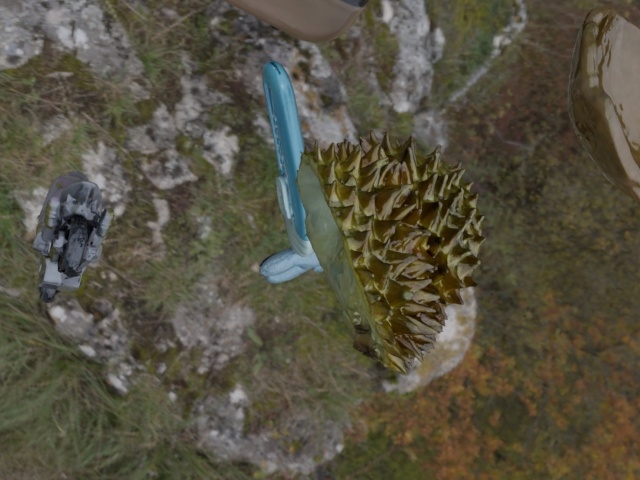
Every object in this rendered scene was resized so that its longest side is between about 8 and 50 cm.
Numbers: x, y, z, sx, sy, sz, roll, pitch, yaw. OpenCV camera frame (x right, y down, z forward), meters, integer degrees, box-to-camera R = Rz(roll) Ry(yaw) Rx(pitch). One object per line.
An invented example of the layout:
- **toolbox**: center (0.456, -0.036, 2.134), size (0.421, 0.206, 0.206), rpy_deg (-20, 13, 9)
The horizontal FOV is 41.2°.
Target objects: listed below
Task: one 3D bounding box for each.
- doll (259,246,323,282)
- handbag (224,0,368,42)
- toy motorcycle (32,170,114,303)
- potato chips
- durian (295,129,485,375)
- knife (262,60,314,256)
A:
- **doll**: center (-0.001, -0.004, 1.152), size (0.180, 0.075, 0.120), rpy_deg (-20, 160, 2)
- **handbag**: center (-0.040, -0.381, 0.925), size (0.302, 0.283, 0.149), rpy_deg (23, 48, -27)
- **toy motorcycle**: center (-0.285, -0.015, 0.967), size (0.073, 0.225, 0.152), rpy_deg (13, 71, -21)
- **potato chips**: center (0.261, -0.103, 0.728), size (0.195, 0.062, 0.208), rpy_deg (57, 42, -12)
- **durian**: center (0.045, -0.009, 0.654), size (0.144, 0.252, 0.139), rpy_deg (-4, 133, -28)
- **knife**: center (-0.034, -0.076, 0.868), size (0.031, 0.064, 0.222), rpy_deg (-21, 125, -18)
